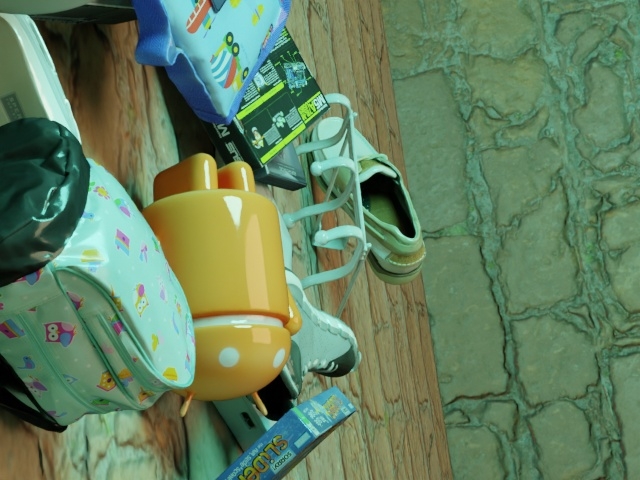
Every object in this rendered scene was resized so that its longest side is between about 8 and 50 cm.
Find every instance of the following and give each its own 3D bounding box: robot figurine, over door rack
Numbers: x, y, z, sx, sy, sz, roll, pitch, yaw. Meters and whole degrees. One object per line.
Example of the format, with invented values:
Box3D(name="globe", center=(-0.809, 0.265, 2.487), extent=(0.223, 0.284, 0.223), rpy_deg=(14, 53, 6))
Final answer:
Box3D(name="robot figurine", center=(-0.089, 0.040, 0.960), extent=(0.158, 0.128, 0.219), rpy_deg=(66, 17, -74))
Box3D(name="over door rack", center=(0.000, 0.000, 1.510), extent=(0.324, 0.108, 0.239), rpy_deg=(91, -4, -54))

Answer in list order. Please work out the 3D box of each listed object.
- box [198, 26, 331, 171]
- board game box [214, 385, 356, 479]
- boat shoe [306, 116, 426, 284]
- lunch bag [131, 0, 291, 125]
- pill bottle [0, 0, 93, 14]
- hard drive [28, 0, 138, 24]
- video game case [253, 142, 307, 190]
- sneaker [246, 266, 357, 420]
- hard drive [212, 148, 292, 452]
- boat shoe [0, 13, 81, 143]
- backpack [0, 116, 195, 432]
Box3D(name="box", center=(-0.080, -0.180, 1.179), extent=(0.184, 0.045, 0.191), rpy_deg=(62, 32, -14))
Box3D(name="board game box", center=(-0.042, 0.202, 1.056), extent=(0.035, 0.136, 0.201), rpy_deg=(47, 8, 9))
Box3D(name="boat shoe", center=(0.076, -0.083, 1.696), extent=(0.302, 0.113, 0.103), rpy_deg=(59, -24, 27))
Box3D(name="lunch bag", center=(-0.104, -0.255, 0.907), extent=(0.221, 0.138, 0.293), rpy_deg=(67, 30, -52))
Box3D(name="pill bottle", center=(-0.193, -0.296, 0.581), extent=(0.334, 0.188, 0.188), rpy_deg=(64, 19, -50))
Box3D(name="hard drive", center=(-0.208, -0.340, 0.869), extent=(0.237, 0.064, 0.339), rpy_deg=(-41, 122, -76))
Box3D(name="video game case", center=(-0.089, -0.193, 1.302), extent=(0.196, 0.026, 0.274), rpy_deg=(5, 64, -78))
Box3D(name="sneaker", center=(-0.031, 0.127, 1.129), extent=(0.229, 0.086, 0.132), rpy_deg=(47, 39, -52))
Box3D(name="hard drive", center=(-0.077, 0.065, 1.230), extent=(0.203, 0.040, 0.307), rpy_deg=(68, 17, -48))
Box3D(name="boat shoe", center=(-0.189, -0.068, 0.754), extent=(0.063, 0.066, 0.184), rpy_deg=(-66, 135, -68))
Box3D(name="backpack", center=(-0.152, 0.032, 0.684), extent=(0.152, 0.115, 0.182), rpy_deg=(-84, 157, -49))
